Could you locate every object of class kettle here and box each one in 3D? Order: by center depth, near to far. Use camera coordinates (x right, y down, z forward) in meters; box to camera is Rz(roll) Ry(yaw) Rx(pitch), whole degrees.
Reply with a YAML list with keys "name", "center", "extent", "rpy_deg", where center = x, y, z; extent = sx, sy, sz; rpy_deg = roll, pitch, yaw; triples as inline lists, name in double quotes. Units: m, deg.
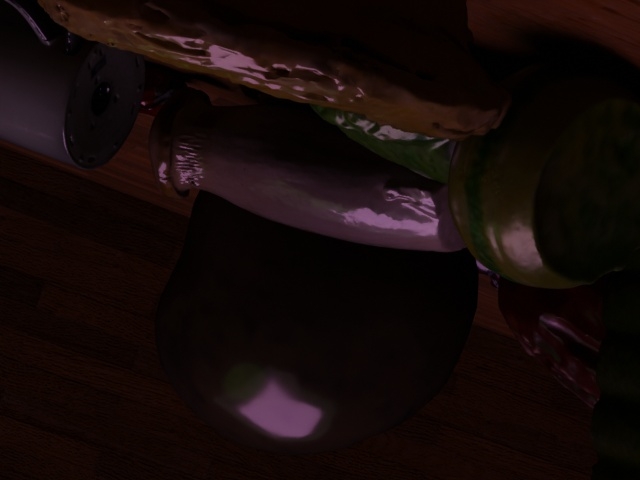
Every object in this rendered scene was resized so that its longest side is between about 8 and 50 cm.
- name: "kettle"
  center: [-0.348, -0.213, 1.751]
  extent: [0.255, 0.165, 0.240]
  rpy_deg: [21, 145, 21]

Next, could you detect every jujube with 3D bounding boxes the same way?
- name: "jujube"
  center: [0.373, 0.081, 1.617]
  extent: [0.377, 0.276, 0.276]
  rpy_deg: [30, 179, 27]

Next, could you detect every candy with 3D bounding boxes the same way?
- name: "candy"
  center: [-0.246, -0.194, 1.934]
  extent: [0.292, 0.059, 0.086]
  rpy_deg: [17, 177, 25]

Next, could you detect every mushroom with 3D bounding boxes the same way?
- name: "mushroom"
  center: [0.007, -0.070, 1.646]
  extent: [0.408, 0.154, 0.137]
  rpy_deg: [8, 129, 17]

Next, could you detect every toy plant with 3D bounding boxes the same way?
- name: "toy plant"
  center: [0.121, -0.086, 1.332]
  extent: [0.224, 0.184, 0.316]
  rpy_deg: [12, -170, -42]

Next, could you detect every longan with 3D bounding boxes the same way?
- name: "longan"
  center: [-0.003, 0.062, 1.862]
  extent: [0.405, 0.404, 0.336]
  rpy_deg: [18, -179, 10]

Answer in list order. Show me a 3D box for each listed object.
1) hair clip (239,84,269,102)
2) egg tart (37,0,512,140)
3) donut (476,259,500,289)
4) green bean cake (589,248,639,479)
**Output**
- name: "hair clip"
  center: [-0.055, -0.174, 1.641]
  extent: [0.072, 0.034, 0.226]
  rpy_deg: [23, 173, -24]
- name: "egg tart"
  center: [-0.021, -0.166, 1.043]
  extent: [0.345, 0.132, 0.345]
  rpy_deg: [16, -173, -2]
- name: "donut"
  center: [0.231, 0.015, 2.129]
  extent: [0.230, 0.096, 0.216]
  rpy_deg: [21, 174, -11]
- name: "green bean cake"
  center: [0.414, 0.125, 1.308]
  extent: [0.335, 0.319, 0.218]
  rpy_deg: [2, 180, -14]
